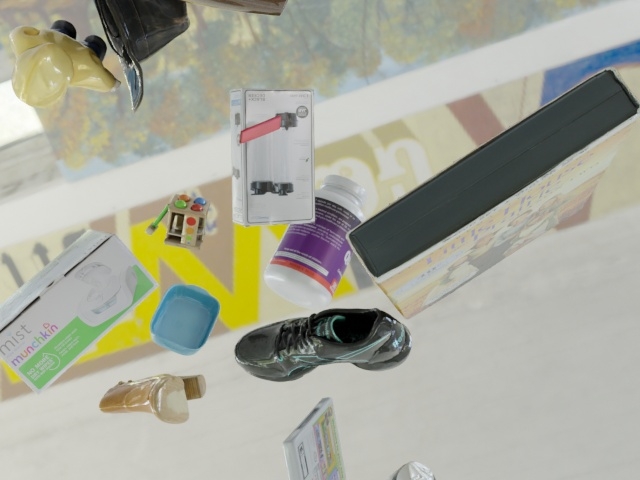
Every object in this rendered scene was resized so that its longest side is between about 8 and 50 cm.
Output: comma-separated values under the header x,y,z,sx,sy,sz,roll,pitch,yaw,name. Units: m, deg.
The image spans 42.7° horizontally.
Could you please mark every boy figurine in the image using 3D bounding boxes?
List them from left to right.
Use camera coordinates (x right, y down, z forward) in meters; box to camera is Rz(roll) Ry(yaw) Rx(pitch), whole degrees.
x,y,z,sx,sy,sz,roll,pitch,yaw,name
-0.395,-0.270,1.258,0.092,0.177,0.285,-60,-163,18,boy figurine

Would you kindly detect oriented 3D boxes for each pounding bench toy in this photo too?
x,y,z,sx,sy,sz,roll,pitch,yaw,name
-0.203,-0.032,1.157,0.083,0.065,0.052,11,-154,-3,pounding bench toy

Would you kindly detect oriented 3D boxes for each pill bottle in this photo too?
x,y,z,sx,sy,sz,roll,pitch,yaw,name
0.000,0.000,2.066,0.181,0.181,0.323,3,-120,49,pill bottle

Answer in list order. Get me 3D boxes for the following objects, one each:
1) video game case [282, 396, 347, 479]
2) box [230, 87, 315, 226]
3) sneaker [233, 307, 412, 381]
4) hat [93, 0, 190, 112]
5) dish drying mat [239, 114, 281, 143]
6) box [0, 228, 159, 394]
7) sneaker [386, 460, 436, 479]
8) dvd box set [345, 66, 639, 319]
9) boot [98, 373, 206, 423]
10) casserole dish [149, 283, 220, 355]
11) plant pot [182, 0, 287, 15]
x,y,z,sx,sy,sz,roll,pitch,yaw,name
-0.002,0.394,1.357,0.023,0.212,0.193,-7,-172,21,video game case
-0.104,-0.179,1.761,0.169,0.290,0.087,-5,-171,-24,box
-0.007,0.136,1.178,0.267,0.106,0.101,-9,-122,17,sneaker
-0.286,-0.374,1.308,0.134,0.331,0.331,-18,-162,-14,hat
-0.105,-0.193,1.426,0.083,0.032,0.008,-27,-123,-28,dish drying mat
-0.437,0.108,1.407,0.262,0.127,0.231,-44,-160,-18,box
0.134,0.387,1.063,0.153,0.235,0.094,-40,-141,21,sneaker
0.199,-0.026,0.975,0.307,0.062,0.420,-33,166,2,dvd box set
-0.386,0.351,1.780,0.211,0.104,0.295,-11,178,8,boot
-0.264,0.156,1.588,0.114,0.037,0.188,23,-145,-5,casserole dish
-0.137,-0.404,1.115,0.215,0.230,0.215,-155,-90,-82,plant pot
